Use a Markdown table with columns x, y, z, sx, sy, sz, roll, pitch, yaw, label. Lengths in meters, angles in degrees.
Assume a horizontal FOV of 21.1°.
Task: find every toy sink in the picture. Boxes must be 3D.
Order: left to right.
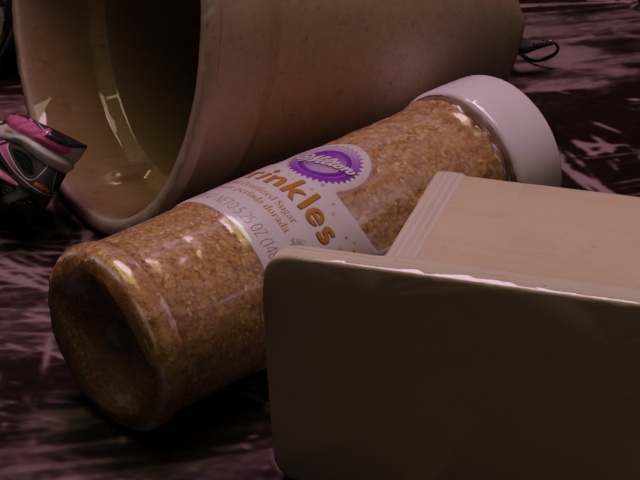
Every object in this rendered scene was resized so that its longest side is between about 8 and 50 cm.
| x | y | z | sx | sy | sz | roll | pitch | yaw | label |
| --- | --- | --- | --- | --- | --- | --- | --- | --- | --- |
| 0.101 | 0.057 | 0.970 | 0.234 | 0.153 | 0.131 | 6 | 30 | 17 | toy sink |

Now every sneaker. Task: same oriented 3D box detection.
| x | y | z | sx | sy | sz | roll | pitch | yaw | label |
| --- | --- | --- | --- | --- | --- | --- | --- | --- | --- |
| -0.246 | -0.054 | 1.280 | 0.072 | 0.077 | 0.178 | 29 | -10 | -30 | sneaker |

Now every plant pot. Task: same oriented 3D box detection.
| x | y | z | sx | sy | sz | roll | pitch | yaw | label |
| --- | --- | --- | --- | --- | --- | --- | --- | --- | --- |
| -0.027 | -0.182 | 1.288 | 0.305 | 0.334 | 0.334 | -6 | 27 | -30 | plant pot |

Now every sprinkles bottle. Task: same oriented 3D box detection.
| x | y | z | sx | sy | sz | roll | pitch | yaw | label |
| --- | --- | --- | --- | --- | --- | --- | --- | --- | --- |
| 0.000 | 0.000 | 1.112 | 0.355 | 0.121 | 0.121 | -26 | 37 | -36 | sprinkles bottle |

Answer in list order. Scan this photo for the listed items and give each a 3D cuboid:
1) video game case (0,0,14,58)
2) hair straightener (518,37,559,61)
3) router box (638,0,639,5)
| x | y | z | sx | sy | sz | roll | pitch | yaw | label |
| --- | --- | --- | --- | --- | --- | --- | --- | --- | --- |
| -0.255 | -0.280 | 1.556 | 0.042 | 0.210 | 0.232 | 25 | 29 | -8 | video game case |
| 0.120 | -0.237 | 1.514 | 0.230 | 0.047 | 0.089 | 40 | 11 | 6 | hair straightener |
| 0.423 | -0.149 | 1.190 | 0.335 | 0.082 | 0.301 | -25 | 44 | 9 | router box |
